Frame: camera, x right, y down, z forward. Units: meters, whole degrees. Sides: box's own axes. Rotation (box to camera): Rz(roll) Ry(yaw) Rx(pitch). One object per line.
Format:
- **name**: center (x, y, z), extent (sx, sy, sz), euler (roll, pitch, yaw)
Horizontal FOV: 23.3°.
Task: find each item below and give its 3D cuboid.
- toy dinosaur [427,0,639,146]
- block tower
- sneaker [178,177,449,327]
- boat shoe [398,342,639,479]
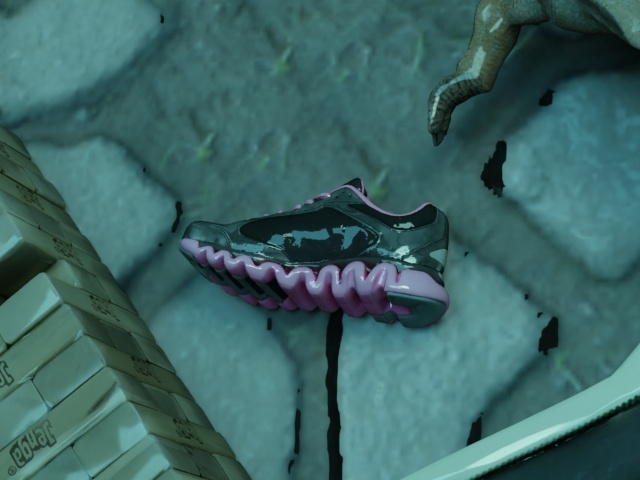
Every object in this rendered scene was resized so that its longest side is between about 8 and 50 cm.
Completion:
- **toy dinosaur**: center (0.146, -0.140, 0.598), extent (0.200, 0.127, 0.296), euler (4, 63, 14)
- **block tower**: center (-0.137, 0.037, 0.662), extent (0.097, 0.091, 0.335), euler (-39, 65, 7)
- **sneaker**: center (0.000, 0.000, 0.650), extent (0.119, 0.047, 0.057), euler (8, 70, 15)
- **boat shoe**: center (0.086, 0.134, 0.528), extent (0.340, 0.127, 0.113), euler (-31, 53, 0)
